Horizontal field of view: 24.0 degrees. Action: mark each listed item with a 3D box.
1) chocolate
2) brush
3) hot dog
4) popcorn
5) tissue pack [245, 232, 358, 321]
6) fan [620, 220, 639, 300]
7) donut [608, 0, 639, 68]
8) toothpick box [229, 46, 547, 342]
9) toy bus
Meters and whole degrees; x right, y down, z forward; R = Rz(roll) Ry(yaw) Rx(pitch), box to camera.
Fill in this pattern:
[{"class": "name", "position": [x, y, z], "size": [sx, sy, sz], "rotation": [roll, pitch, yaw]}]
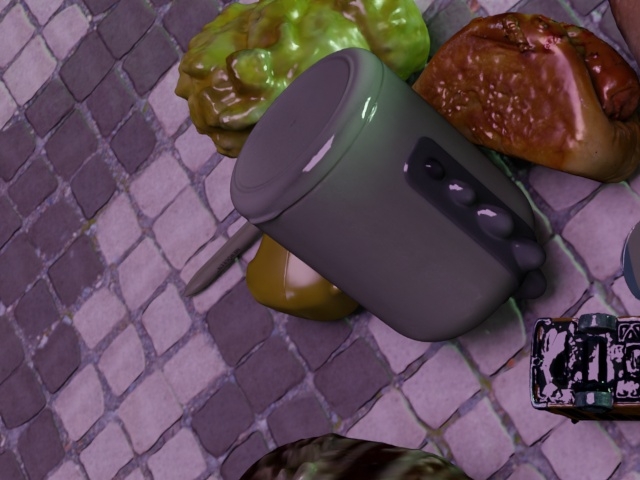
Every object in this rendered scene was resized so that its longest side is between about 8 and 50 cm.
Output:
[{"class": "chocolate", "position": [0.043, 0.303, 1.478], "size": [0.340, 0.210, 0.225], "rotation": [1, 52, 40]}, {"class": "brush", "position": [-0.069, -0.032, 1.826], "size": [0.299, 0.039, 0.042], "rotation": [-43, 93, 20]}, {"class": "hot dog", "position": [0.225, -0.161, 1.586], "size": [0.256, 0.150, 0.153], "rotation": [21, 97, 39]}, {"class": "popcorn", "position": [-0.035, -0.210, 1.755], "size": [0.286, 0.174, 0.225], "rotation": [-33, 35, -14]}, {"class": "tissue pack", "position": [0.000, 0.000, 1.705], "size": [0.127, 0.123, 0.178], "rotation": [6, 78, 30]}, {"class": "fan", "position": [0.354, -0.014, 1.526], "size": [0.113, 0.005, 0.175], "rotation": [-15, 66, 32]}, {"class": "donut", "position": [0.402, -0.188, 1.379], "size": [0.150, 0.299, 0.317], "rotation": [-39, 30, 35]}, {"class": "toothpick box", "position": [0.091, -0.030, 1.543], "size": [0.229, 0.316, 0.229], "rotation": [-42, 24, 23]}, {"class": "toy bus", "position": [0.311, 0.122, 1.442], "size": [0.201, 0.114, 0.098], "rotation": [-4, 73, 30]}]
